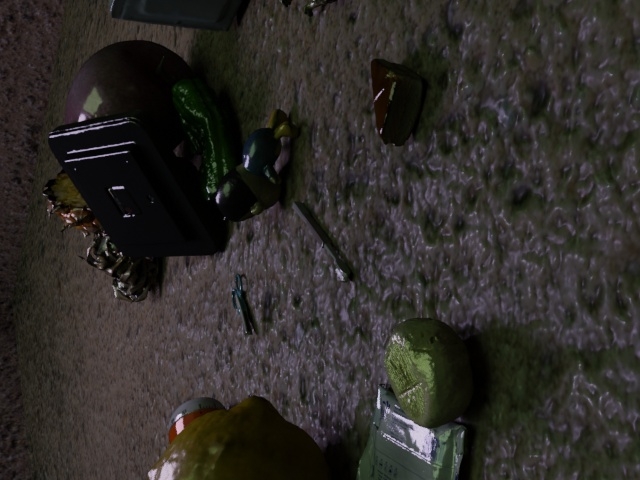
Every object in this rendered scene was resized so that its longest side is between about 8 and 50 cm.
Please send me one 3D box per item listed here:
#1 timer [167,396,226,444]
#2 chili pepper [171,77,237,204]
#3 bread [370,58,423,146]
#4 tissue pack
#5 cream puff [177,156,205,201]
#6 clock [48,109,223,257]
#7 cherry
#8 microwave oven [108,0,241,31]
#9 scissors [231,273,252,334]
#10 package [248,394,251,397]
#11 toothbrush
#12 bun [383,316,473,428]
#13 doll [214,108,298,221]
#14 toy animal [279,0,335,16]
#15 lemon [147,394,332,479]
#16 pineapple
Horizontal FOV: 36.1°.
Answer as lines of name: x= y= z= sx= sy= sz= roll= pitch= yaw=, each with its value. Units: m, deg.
timer: x=-0.188 y=0.321 z=1.546 sx=0.136 sy=0.099 sz=0.136 roll=180 pitch=90 yaw=-77
chili pepper: x=-0.183 y=-0.171 z=1.631 sx=0.099 sy=0.083 sz=0.253 roll=-59 pitch=41 yaw=47
bread: x=0.087 y=-0.164 z=1.093 sx=0.062 sy=0.043 sz=0.109 roll=141 pitch=129 yaw=-59
tissue pack: x=0.094 y=0.232 z=1.043 sx=0.193 sy=0.026 sz=0.123 roll=-164 pitch=80 yaw=-64
cream puff: x=-0.262 y=-0.090 z=1.742 sx=0.126 sy=0.103 sz=0.144 roll=45 pitch=140 yaw=9
clock: x=-0.321 y=-0.082 z=1.669 sx=0.273 sy=0.049 sz=0.279 roll=-4 pitch=126 yaw=42
cherry: x=-0.349 y=-0.231 z=1.788 sx=0.307 sy=0.221 sz=0.261 roll=-56 pitch=0 yaw=36
microwave oven: x=-0.250 y=-0.509 z=1.629 sx=0.181 sy=0.237 sz=0.295 roll=-55 pitch=41 yaw=48
scissors: x=-0.123 y=0.106 z=1.536 sx=0.119 sy=0.014 sz=0.058 roll=-111 pitch=30 yaw=-47
package: x=-0.097 y=0.342 z=1.433 sx=0.173 sy=0.027 sz=0.171 roll=51 pitch=131 yaw=51
toothbrush: x=0.000 y=-0.002 z=1.289 sx=0.194 sy=0.014 sz=0.017 roll=-123 pitch=43 yaw=-52
bun: x=0.111 y=0.128 z=0.973 sx=0.115 sy=0.069 sz=0.115 roll=163 pitch=90 yaw=-72
doll: x=-0.088 y=-0.098 z=1.423 sx=0.179 sy=0.089 sz=0.102 roll=-53 pitch=35 yaw=13
toy animal: x=-0.024 y=-0.348 z=1.334 sx=0.086 sy=0.069 sz=0.219 roll=-60 pitch=35 yaw=6
lemon: x=-0.096 y=0.333 z=1.199 sx=0.233 sy=0.233 sz=0.288 roll=-4 pitch=80 yaw=65
pineapple: x=-0.403 y=-0.004 z=1.962 sx=0.262 sy=0.262 sz=0.272 roll=-129 pitch=28 yaw=-55
